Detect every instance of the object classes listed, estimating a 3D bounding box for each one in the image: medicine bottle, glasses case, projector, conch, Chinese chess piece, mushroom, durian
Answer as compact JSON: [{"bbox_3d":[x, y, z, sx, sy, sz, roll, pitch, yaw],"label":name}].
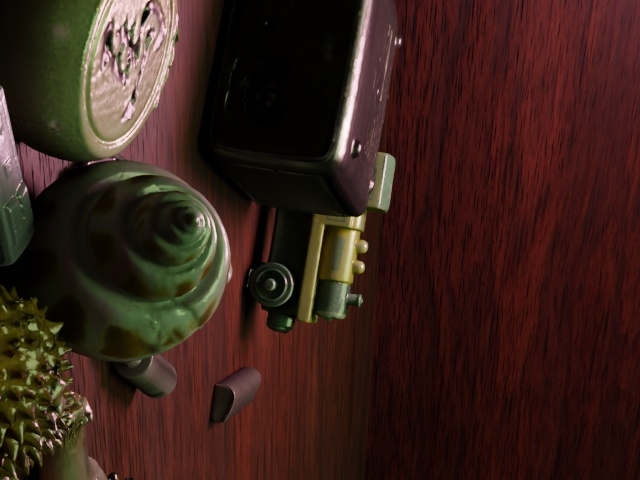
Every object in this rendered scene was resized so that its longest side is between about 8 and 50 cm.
[{"bbox_3d":[-0.246,0.168,1.665,0.199,0.058,0.057,65,35,-69],"label":"medicine bottle"},{"bbox_3d":[-0.156,0.284,2.254,0.190,0.042,0.072,-20,125,-77],"label":"glasses case"},{"bbox_3d":[-0.010,-0.261,2.063,0.405,0.242,0.395,50,48,-76],"label":"projector"},{"bbox_3d":[-0.193,0.013,1.279,0.249,0.368,0.197,-21,113,-32],"label":"conch"},{"bbox_3d":[-0.235,-0.203,1.251,0.250,0.101,0.250,18,90,-77],"label":"Chinese chess piece"},{"bbox_3d":[-0.295,0.261,1.438,0.092,0.081,0.223,-50,149,-34],"label":"mushroom"},{"bbox_3d":[-0.309,0.161,1.176,0.249,0.138,0.183,95,1,-46],"label":"durian"}]

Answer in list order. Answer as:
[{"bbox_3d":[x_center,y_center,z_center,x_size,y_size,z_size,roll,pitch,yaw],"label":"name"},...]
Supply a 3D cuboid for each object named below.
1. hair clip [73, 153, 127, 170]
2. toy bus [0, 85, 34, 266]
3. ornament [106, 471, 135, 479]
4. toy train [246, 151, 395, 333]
[{"bbox_3d":[-0.242,-0.022,1.558,0.110,0.095,0.358,-46,154,-3],"label":"hair clip"},{"bbox_3d":[-0.312,-0.060,1.119,0.064,0.075,0.190,-71,164,-47],"label":"toy bus"},{"bbox_3d":[-0.270,0.421,1.670,0.236,0.080,0.202,55,41,-74],"label":"ornament"},{"bbox_3d":[0.000,0.000,2.312,0.150,0.237,0.368,26,73,-80],"label":"toy train"}]
